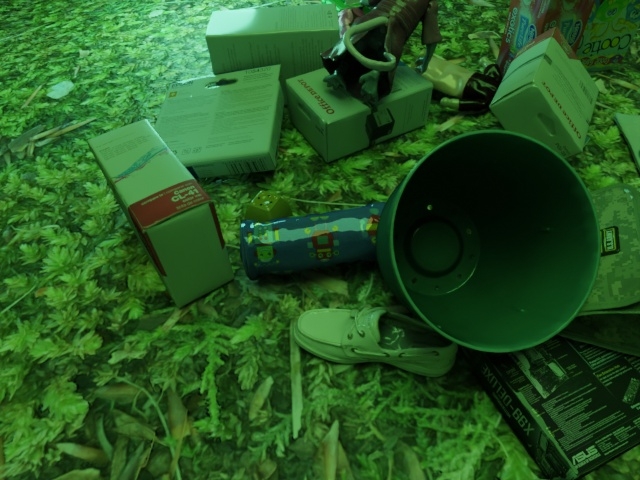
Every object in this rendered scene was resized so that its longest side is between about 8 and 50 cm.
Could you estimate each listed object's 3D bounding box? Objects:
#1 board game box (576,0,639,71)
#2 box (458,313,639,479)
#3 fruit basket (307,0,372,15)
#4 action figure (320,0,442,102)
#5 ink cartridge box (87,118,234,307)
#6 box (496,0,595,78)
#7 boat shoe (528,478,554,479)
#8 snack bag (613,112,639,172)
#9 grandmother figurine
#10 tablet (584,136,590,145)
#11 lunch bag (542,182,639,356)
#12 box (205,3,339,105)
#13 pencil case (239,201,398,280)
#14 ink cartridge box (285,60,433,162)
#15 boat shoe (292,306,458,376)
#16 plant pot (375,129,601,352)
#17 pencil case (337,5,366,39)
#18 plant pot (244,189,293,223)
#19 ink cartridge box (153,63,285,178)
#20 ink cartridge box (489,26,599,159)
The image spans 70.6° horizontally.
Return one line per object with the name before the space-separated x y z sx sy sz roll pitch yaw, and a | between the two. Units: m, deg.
board game box | 0.799 -0.639 1.278 0.142 0.275 0.144 -5 49 0
box | 0.415 0.194 0.705 0.308 0.076 0.242 -20 50 -14
fruit basket | 0.097 -0.791 1.535 0.327 0.165 0.353 -15 46 -9
action figure | 0.152 -0.504 1.023 0.248 0.276 0.370 37 87 8
ink cartridge box | -0.305 -0.058 0.874 0.131 0.226 0.306 -28 53 -20
box | 0.606 -0.579 1.222 0.154 0.299 0.142 -16 48 -12
boat shoe | 0.388 0.380 0.550 0.320 0.098 0.116 12 12 0
snack bag | 0.896 -0.196 1.043 0.324 0.037 0.342 4 49 8
grandmother figurine | 0.411 -0.423 1.240 0.342 0.104 0.207 34 84 25
tablet | 0.627 -0.243 1.121 0.054 0.006 0.083 33 59 27
lunch bag | 0.488 0.044 0.677 0.287 0.168 0.235 6 52 19
box | -0.120 -0.513 1.269 0.346 0.214 0.168 -3 48 0
pencil case | 0.000 0.000 0.874 0.307 0.119 0.133 -7 6 -2
ink cartridge box | 0.094 -0.356 1.172 0.308 0.129 0.223 -24 53 -17
boat shoe | 0.087 0.149 0.752 0.277 0.096 0.098 7 50 10
plant pot | 0.218 0.004 0.703 0.293 0.235 0.292 0 88 -7
pencil case | 0.105 -0.580 1.343 0.098 0.095 0.209 -3 85 -34
plant pot | -0.112 -0.057 0.954 0.082 0.083 0.081 19 53 20
ink cartridge box | -0.257 -0.295 1.136 0.325 0.071 0.329 -5 53 12
ink cartridge box | 0.534 -0.337 1.069 0.207 0.117 0.283 46 54 -16
